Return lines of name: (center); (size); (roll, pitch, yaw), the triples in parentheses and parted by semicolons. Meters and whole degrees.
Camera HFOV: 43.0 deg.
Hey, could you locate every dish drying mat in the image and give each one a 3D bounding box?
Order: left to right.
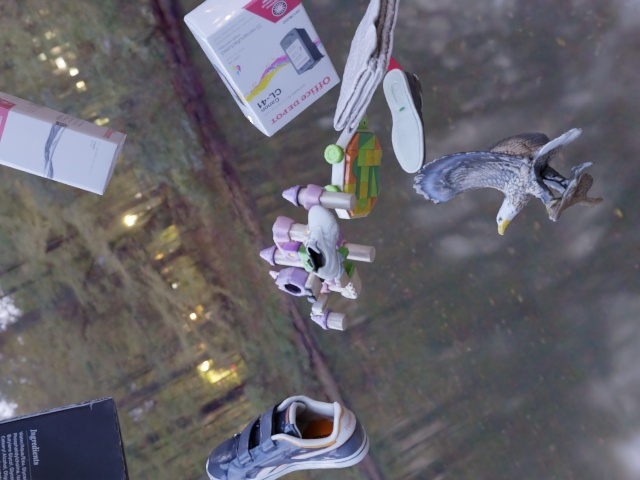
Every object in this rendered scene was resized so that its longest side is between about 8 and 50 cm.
dish drying mat: (0.194, -0.464, 2.169); (0.083, 0.032, 0.008); (36, -153, -48)

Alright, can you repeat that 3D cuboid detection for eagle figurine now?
eagle figurine: (0.356, -0.124, 1.552); (0.298, 0.225, 0.226); (31, 170, 35)

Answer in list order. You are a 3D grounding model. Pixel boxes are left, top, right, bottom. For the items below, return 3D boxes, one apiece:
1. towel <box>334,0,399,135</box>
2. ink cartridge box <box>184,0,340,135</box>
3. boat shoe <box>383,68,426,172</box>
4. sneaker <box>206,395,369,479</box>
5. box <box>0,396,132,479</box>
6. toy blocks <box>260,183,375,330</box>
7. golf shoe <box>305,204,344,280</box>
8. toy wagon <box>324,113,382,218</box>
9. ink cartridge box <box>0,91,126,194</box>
towel: (0.084, -0.341, 1.455); (0.187, 0.049, 0.282); (120, 165, -50)
ink cartridge box: (-0.121, -0.420, 1.798); (0.131, 0.226, 0.306); (47, 174, 45)
boat shoe: (0.203, -0.264, 1.798); (0.084, 0.079, 0.233); (-16, 78, 41)
sneaker: (-0.079, 0.365, 1.505); (0.126, 0.321, 0.127); (-90, -21, -51)
box: (-0.592, 0.587, 1.585); (0.480, 0.471, 0.297); (97, 156, -49)
toy blocks: (-0.051, 0.050, 2.009); (0.260, 0.309, 0.289); (8, 146, 24)
golf shoe: (0.000, 0.000, 1.773); (0.086, 0.069, 0.176); (9, -120, -54)
toy wagon: (0.106, -0.241, 2.430); (0.068, 0.267, 0.345); (9, 101, 30)
ink cartridge box: (-0.562, -0.204, 1.686); (0.207, 0.282, 0.117); (-126, 55, -73)
